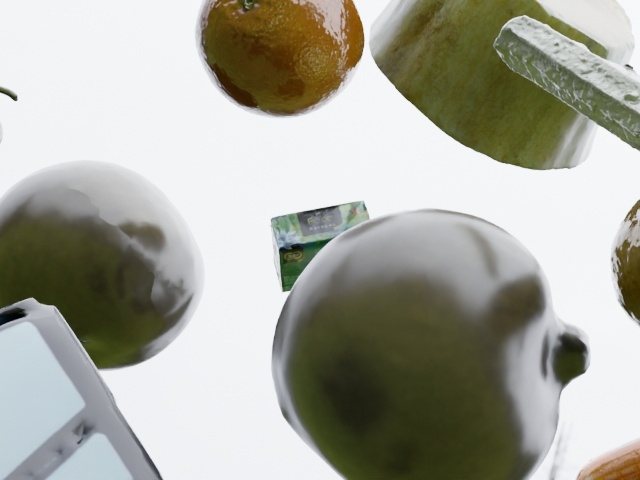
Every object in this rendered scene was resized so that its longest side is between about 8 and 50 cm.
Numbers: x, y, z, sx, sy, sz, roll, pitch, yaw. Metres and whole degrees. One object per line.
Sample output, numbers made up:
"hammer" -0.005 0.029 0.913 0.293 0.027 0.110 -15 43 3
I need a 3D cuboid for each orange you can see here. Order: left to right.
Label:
"orange" -0.049 -0.236 1.634 0.206 0.206 0.206 15 -36 11

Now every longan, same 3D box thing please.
"longan" -0.293 0.035 1.845 0.297 0.297 0.297 15 -36 11
"longan" 0.104 0.117 1.317 0.300 0.243 0.300 -1 -64 -2

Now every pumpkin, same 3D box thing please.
"pumpkin" 0.239 -0.257 1.757 0.332 0.332 0.199 27 -55 -7

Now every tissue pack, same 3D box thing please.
"tissue pack" 0.001 -0.001 1.611 0.111 0.079 0.085 -11 -39 -7

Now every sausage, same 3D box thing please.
"sausage" 0.440 0.278 1.776 0.312 0.093 0.093 -27 -56 24

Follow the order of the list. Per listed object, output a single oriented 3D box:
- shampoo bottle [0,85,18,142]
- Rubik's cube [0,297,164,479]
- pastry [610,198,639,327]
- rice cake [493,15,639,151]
"shampoo bottle" -0.336 -0.085 1.290 0.079 0.162 0.079 14 -29 8
"Rubik's cube" -0.270 0.256 1.016 0.293 0.288 0.283 54 -36 14
"pastry" 0.419 -0.008 1.238 0.356 0.164 0.356 -11 -4 -1
"rice cake" 0.244 -0.142 1.273 0.057 0.256 0.052 1 -65 -28
